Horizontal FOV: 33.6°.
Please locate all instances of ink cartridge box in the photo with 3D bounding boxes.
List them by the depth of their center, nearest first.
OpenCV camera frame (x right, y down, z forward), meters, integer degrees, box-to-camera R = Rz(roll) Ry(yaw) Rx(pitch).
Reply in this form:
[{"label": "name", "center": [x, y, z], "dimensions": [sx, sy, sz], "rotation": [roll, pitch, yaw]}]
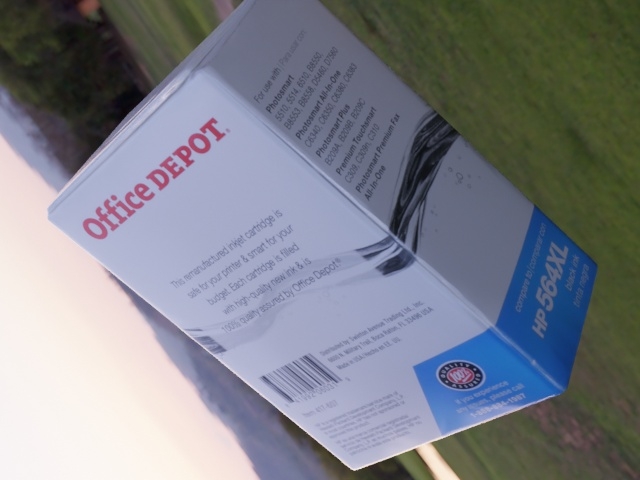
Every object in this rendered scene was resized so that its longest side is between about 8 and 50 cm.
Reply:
[{"label": "ink cartridge box", "center": [0.000, 0.000, 0.486], "dimensions": [0.203, 0.086, 0.148], "rotation": [42, 138, -15]}]
